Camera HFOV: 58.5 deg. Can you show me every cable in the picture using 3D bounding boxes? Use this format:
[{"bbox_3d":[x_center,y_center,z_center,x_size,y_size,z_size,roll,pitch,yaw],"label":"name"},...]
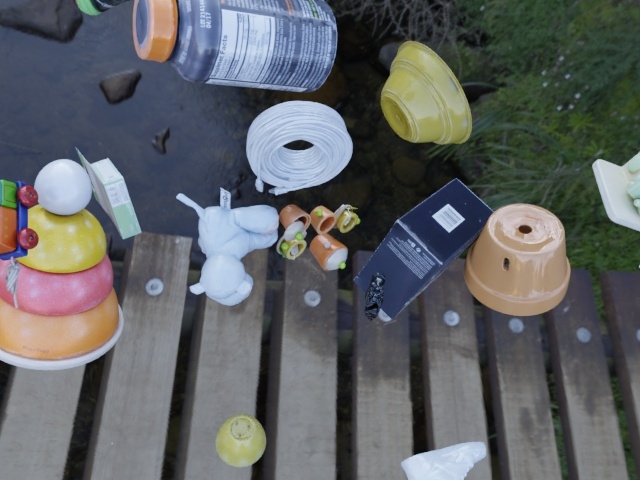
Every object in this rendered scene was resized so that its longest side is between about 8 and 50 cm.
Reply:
[{"bbox_3d":[-0.052,-0.227,1.397,0.257,0.257,0.089,-7,57,1],"label":"cable"}]

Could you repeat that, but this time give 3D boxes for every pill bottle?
[{"bbox_3d":[-0.111,-0.268,0.744,0.246,0.130,0.130,-3,72,-32],"label":"pill bottle"}]

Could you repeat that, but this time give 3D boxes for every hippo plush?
[{"bbox_3d":[-0.212,0.037,1.458,0.235,0.294,0.236,-7,66,-2],"label":"hippo plush"}]

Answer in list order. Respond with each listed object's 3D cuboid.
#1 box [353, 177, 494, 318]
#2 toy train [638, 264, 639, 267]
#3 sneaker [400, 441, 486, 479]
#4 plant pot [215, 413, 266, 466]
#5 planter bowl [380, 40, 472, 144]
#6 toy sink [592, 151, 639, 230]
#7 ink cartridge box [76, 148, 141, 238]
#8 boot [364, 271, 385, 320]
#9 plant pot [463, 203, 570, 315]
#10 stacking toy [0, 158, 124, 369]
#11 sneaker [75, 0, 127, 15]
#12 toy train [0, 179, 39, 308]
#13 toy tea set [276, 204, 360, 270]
[{"bbox_3d":[0.319,0.023,1.757,0.179,0.312,0.343,46,49,12],"label":"box"},{"bbox_3d":[0.435,-0.046,0.697,0.125,0.166,0.046,-14,44,-37],"label":"toy train"},{"bbox_3d":[0.383,0.686,1.641,0.293,0.108,0.169,-3,52,-27],"label":"sneaker"},{"bbox_3d":[-0.205,0.507,1.490,0.134,0.095,0.134,6,49,-7],"label":"plant pot"},{"bbox_3d":[0.176,-0.251,1.071,0.090,0.217,0.217,-35,86,-8],"label":"planter bowl"},{"bbox_3d":[0.658,-0.100,1.062,0.234,0.131,0.152,16,51,-15],"label":"toy sink"},{"bbox_3d":[-0.544,-0.131,1.467,0.056,0.171,0.235,-25,42,-22],"label":"ink cartridge box"},{"bbox_3d":[0.122,0.142,1.307,0.045,0.121,0.099,11,40,5],"label":"boot"},{"bbox_3d":[0.555,0.035,1.598,0.291,0.203,0.290,-5,46,5],"label":"plant pot"},{"bbox_3d":[-0.610,0.031,1.346,0.351,0.479,0.350,18,27,-9],"label":"stacking toy"},{"bbox_3d":[-0.559,-0.780,1.428,0.202,0.483,0.185,-17,76,-17],"label":"sneaker"},{"bbox_3d":[-0.622,-0.001,1.072,0.105,0.143,0.247,-11,77,19],"label":"toy train"},{"bbox_3d":[0.000,0.000,1.619,0.124,0.200,0.336,45,26,29],"label":"toy tea set"}]
